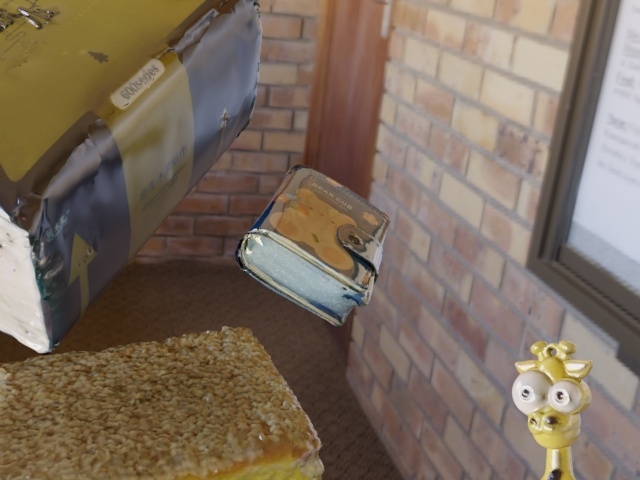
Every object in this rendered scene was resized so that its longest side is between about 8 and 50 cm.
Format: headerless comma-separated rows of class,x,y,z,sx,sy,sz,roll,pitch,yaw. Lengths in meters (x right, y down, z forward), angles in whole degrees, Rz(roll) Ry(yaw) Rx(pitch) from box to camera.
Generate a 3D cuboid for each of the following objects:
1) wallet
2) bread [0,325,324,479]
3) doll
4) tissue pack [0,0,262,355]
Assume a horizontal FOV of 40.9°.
wallet,0.000,0.001,0.903,0.141,0.059,0.202,30,25,-2
bread,-0.132,0.159,0.631,0.234,0.111,0.184,-5,26,-22
doll,0.300,0.273,1.088,0.117,0.291,0.086,-4,-7,35
tissue pack,-0.276,-0.122,0.918,0.264,0.253,0.417,25,53,12
